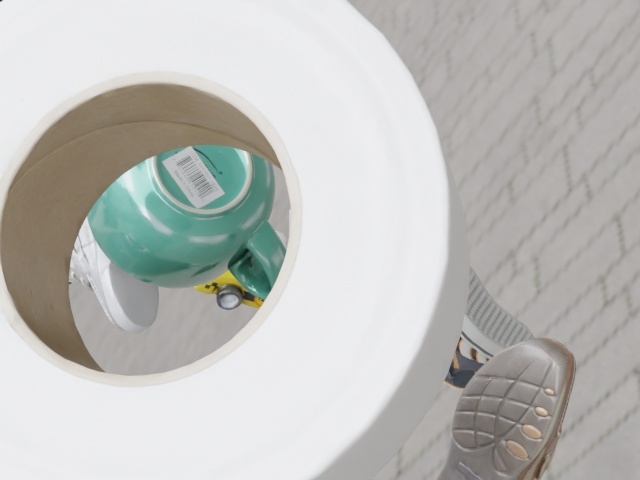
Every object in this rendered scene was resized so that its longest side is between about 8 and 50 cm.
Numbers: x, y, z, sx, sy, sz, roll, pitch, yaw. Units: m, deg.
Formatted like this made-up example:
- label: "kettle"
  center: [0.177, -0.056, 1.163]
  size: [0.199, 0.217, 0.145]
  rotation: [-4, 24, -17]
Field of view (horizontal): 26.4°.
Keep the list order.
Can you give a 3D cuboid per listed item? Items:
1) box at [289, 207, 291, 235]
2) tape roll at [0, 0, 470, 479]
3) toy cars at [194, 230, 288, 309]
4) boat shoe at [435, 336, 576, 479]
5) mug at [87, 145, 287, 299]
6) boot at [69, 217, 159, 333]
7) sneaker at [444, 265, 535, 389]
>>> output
- label: "box"
  center: [0.000, 0.000, 1.552]
  size: [0.186, 0.038, 0.145]
  rotation: [-66, -21, -65]
- label: "tape roll"
  center: [-0.073, 0.006, 0.661]
  size: [0.286, 0.286, 0.100]
  rotation: [-66, -16, -9]
- label: "toy cars"
  center: [-0.145, -0.029, 1.794]
  size: [0.176, 0.393, 0.087]
  rotation: [-32, -21, -54]
- label: "boat shoe"
  center: [0.229, 0.239, 1.654]
  size: [0.116, 0.123, 0.324]
  rotation: [-19, -38, -44]
- label: "mug"
  center: [-0.086, -0.036, 0.999]
  size: [0.097, 0.157, 0.129]
  rotation: [137, 141, -63]
- label: "boot"
  center: [-0.302, 0.036, 1.829]
  size: [0.123, 0.095, 0.258]
  rotation: [-36, 52, 24]
- label: "sneaker"
  center: [0.192, 0.126, 1.922]
  size: [0.127, 0.321, 0.126]
  rotation: [-24, 43, 25]
